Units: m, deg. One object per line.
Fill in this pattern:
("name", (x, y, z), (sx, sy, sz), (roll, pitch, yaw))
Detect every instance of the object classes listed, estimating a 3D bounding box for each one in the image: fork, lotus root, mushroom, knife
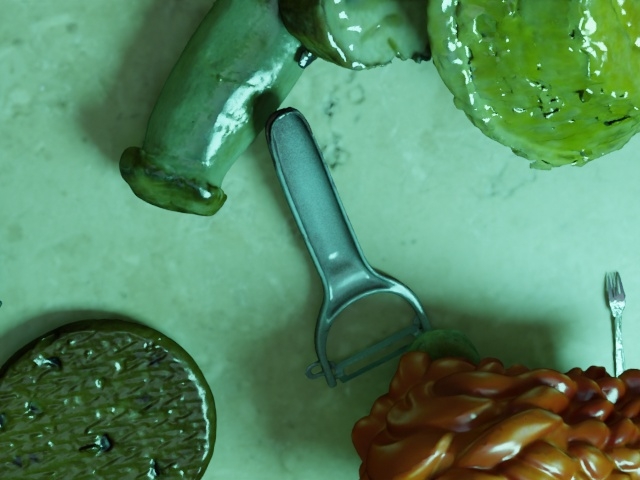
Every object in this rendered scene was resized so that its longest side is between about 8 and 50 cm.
("fork", (0.275, 0.085, 1.606), (0.016, 0.012, 0.115), (-5, 105, 2))
("lotus root", (0.088, -0.236, 1.437), (0.261, 0.074, 0.170), (-27, 116, -16))
("mushroom", (-0.060, -0.159, 1.480), (0.100, 0.081, 0.312), (31, 95, -24))
("knife", (-0.001, -0.001, 1.523), (0.123, 0.053, 0.278), (-29, 121, -10))

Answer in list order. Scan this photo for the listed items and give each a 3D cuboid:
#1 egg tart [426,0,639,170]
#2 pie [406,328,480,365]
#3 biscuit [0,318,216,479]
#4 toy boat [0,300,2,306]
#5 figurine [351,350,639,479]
("egg tart", (0.233, -0.210, 1.403), (0.341, 0.132, 0.341), (-16, 116, -36))
("pie", (0.106, 0.118, 1.583), (0.084, 0.020, 0.084), (-9, 119, -16))
("biscuit", (-0.198, 0.167, 1.566), (0.212, 0.036, 0.212), (-2, 104, -7))
("toy boat", (-0.359, 0.028, 1.494), (0.185, 0.075, 0.077), (45, 87, -11))
("figurine", (0.198, 0.270, 1.546), (0.306, 0.241, 0.412), (-18, 122, 7))
